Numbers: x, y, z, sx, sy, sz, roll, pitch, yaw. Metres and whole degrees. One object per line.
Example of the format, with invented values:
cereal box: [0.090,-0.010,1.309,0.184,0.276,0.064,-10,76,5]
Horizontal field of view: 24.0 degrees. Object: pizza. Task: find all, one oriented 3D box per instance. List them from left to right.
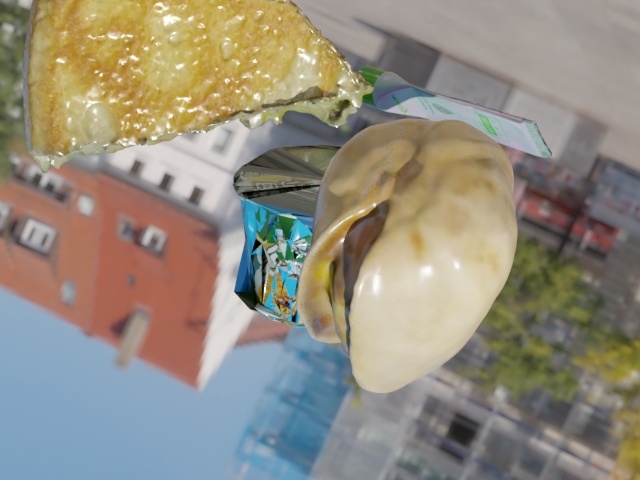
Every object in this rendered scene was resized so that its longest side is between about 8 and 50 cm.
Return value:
pizza: [-0.099,-0.152,1.234,0.288,0.280,0.075,21,-172,-14]

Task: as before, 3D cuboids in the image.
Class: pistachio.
pistachio: [0.093,0.013,1.614,0.238,0.321,0.229,-8,-139,-38]

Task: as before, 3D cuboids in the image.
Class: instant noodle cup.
instant noodle cup: [0.000,0.000,1.939,0.240,0.178,0.240,2,-155,-1]

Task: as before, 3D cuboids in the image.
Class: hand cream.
hand cream: [0.162,-0.161,1.883,0.275,0.050,0.079,22,-169,33]
